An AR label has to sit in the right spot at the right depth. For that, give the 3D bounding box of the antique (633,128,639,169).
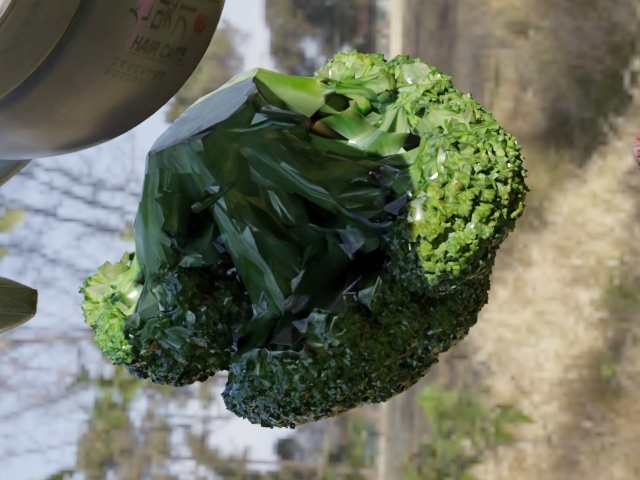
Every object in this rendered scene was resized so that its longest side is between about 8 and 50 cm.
[{"bbox_3d":[0.445,-0.115,1.927,0.104,0.104,0.104,2,-90,-82],"label":"antique"}]

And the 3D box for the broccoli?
[{"bbox_3d":[0.002,-0.006,1.313,0.321,0.413,0.310,-17,-92,-57],"label":"broccoli"}]

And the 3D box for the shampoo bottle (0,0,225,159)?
[{"bbox_3d":[-0.205,-0.187,0.941,0.266,0.273,0.273,-2,-86,-70],"label":"shampoo bottle"}]

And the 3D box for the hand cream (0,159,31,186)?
[{"bbox_3d":[-0.435,-0.103,2.032,0.078,0.340,0.124,47,-149,-17],"label":"hand cream"}]

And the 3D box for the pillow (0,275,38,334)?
[{"bbox_3d":[-0.603,0.097,2.220,0.255,0.322,0.120,-12,77,51],"label":"pillow"}]
